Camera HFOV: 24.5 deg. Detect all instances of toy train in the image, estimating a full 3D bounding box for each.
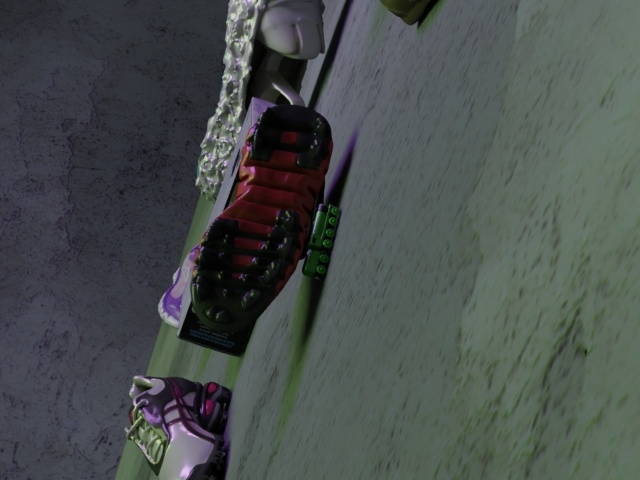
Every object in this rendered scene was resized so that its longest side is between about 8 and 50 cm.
[{"bbox_3d":[0.000,0.000,1.411,0.017,0.024,0.083,122,164,-59],"label":"toy train"}]

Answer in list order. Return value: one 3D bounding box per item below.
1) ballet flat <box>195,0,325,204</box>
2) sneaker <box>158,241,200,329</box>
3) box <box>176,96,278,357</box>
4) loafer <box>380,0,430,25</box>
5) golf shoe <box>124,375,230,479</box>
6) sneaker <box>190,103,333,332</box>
[{"bbox_3d":[-0.056,-0.224,1.966,0.147,0.147,0.408,-100,22,-74],"label":"ballet flat"},{"bbox_3d":[-0.188,0.068,2.316,0.104,0.095,0.236,-60,11,21],"label":"sneaker"},{"bbox_3d":[-0.093,-0.019,1.856,0.169,0.087,0.290,-99,29,-73],"label":"box"},{"bbox_3d":[0.084,-0.236,1.286,0.148,0.050,0.056,124,163,-63],"label":"loafer"},{"bbox_3d":[-0.175,0.242,1.716,0.273,0.120,0.105,-101,32,-71],"label":"golf shoe"},{"bbox_3d":[-0.055,-0.003,1.468,0.135,0.098,0.276,93,-167,-51],"label":"sneaker"}]
